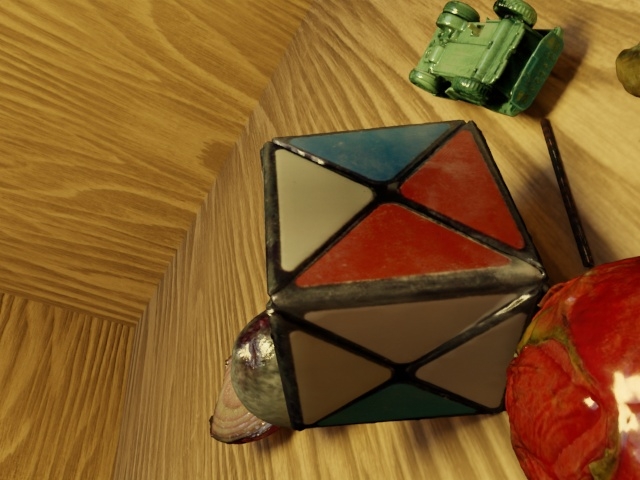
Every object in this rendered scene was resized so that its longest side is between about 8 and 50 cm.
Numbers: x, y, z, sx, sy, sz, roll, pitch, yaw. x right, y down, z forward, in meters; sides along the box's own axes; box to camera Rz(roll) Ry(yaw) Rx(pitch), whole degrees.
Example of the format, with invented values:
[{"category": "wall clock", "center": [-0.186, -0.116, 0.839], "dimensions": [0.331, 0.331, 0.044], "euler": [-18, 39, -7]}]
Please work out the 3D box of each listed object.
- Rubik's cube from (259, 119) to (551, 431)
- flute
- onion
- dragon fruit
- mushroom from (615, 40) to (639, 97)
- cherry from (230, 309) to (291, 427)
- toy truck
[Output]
[{"category": "Rubik's cube", "center": [0.089, 0.053, 0.714], "dimensions": [0.310, 0.305, 0.307], "euler": [86, 178, -46]}, {"category": "flute", "center": [0.342, -0.076, 0.752], "dimensions": [0.014, 0.014, 0.269], "euler": [-41, 37, 44]}, {"category": "onion", "center": [-0.122, 0.357, 1.234], "dimensions": [0.247, 0.111, 0.250], "euler": [-22, 37, 28]}, {"category": "dragon fruit", "center": [0.289, 0.130, 0.381], "dimensions": [0.342, 0.277, 0.277], "euler": [-3, 66, 39]}, {"category": "mushroom", "center": [0.471, -0.297, 0.602], "dimensions": [0.312, 0.081, 0.100], "euler": [-54, 32, 19]}, {"category": "cherry", "center": [-0.038, 0.226, 1.004], "dimensions": [0.218, 0.296, 0.255], "euler": [48, 112, 31]}, {"category": "toy truck", "center": [0.272, -0.299, 0.895], "dimensions": [0.155, 0.156, 0.279], "euler": [-63, 27, 12]}]
